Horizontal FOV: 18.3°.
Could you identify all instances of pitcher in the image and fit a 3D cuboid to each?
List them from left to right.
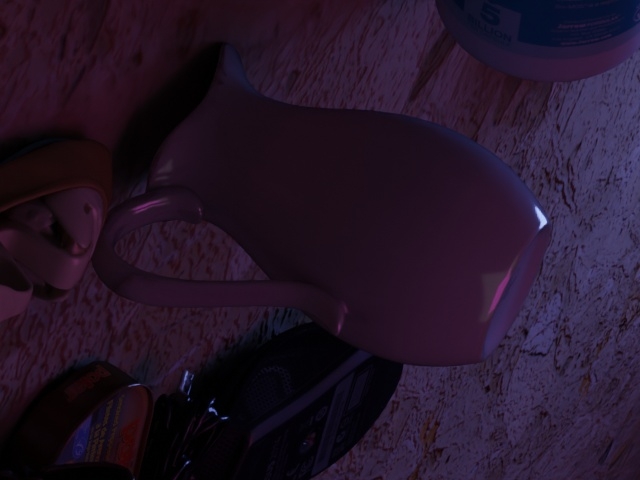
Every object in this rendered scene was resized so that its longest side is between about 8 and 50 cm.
[{"bbox_3d":[0.000,0.000,1.045,0.178,0.207,0.125,-53,162,-38],"label":"pitcher"}]

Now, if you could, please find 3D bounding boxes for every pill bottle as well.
[{"bbox_3d":[0.145,-0.226,1.170,0.146,0.146,0.264,-47,157,-28],"label":"pill bottle"}]

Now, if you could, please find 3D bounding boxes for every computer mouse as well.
[{"bbox_3d":[-0.047,0.122,1.355,0.272,0.072,0.188,-28,144,-46],"label":"computer mouse"}]

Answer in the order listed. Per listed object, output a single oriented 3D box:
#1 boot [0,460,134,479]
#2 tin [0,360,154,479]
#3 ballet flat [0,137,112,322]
[{"bbox_3d":[-0.124,0.208,1.139,0.248,0.090,0.207,-3,135,-25],"label":"boot"},{"bbox_3d":[-0.152,0.152,1.199,0.106,0.040,0.190,-32,148,-43],"label":"tin"},{"bbox_3d":[-0.152,0.009,0.930,0.232,0.073,0.080,-26,143,-56],"label":"ballet flat"}]
